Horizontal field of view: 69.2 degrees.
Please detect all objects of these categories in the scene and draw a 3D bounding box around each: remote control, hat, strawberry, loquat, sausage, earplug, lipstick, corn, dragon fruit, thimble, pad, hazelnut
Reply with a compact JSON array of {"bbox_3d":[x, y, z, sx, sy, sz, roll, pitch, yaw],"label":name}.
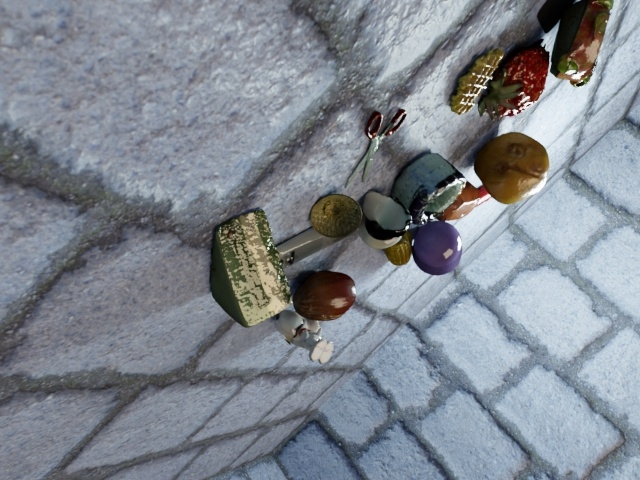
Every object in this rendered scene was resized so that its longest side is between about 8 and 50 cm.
[{"bbox_3d":[0.000,0.000,1.391,0.313,0.055,0.109,-29,152,-27],"label":"remote control"},{"bbox_3d":[0.042,-0.084,1.319,0.146,0.067,0.146,-1,125,-2],"label":"hat"},{"bbox_3d":[0.655,-0.504,1.454,0.306,0.137,0.233,-32,152,-19],"label":"strawberry"},{"bbox_3d":[0.736,-0.273,1.777,0.276,0.276,0.284,-46,145,7],"label":"loquat"},{"bbox_3d":[0.501,-0.155,1.780,0.268,0.141,0.153,-16,144,-44],"label":"sausage"},{"bbox_3d":[0.459,0.028,1.827,0.215,0.215,0.456,-45,167,6],"label":"earplug"},{"bbox_3d":[0.754,-0.214,2.146,0.280,0.073,0.073,-29,152,-25],"label":"lipstick"},{"bbox_3d":[0.302,0.024,1.812,0.119,0.119,0.322,-41,160,-3],"label":"corn"},{"bbox_3d":[0.784,-0.603,1.403,0.268,0.130,0.295,-61,156,-45],"label":"dragon fruit"},{"bbox_3d":[0.350,-0.169,1.527,0.237,0.150,0.237,-32,154,-18],"label":"thimble"},{"bbox_3d":[0.734,-0.741,1.339,0.181,0.004,0.267,-2,135,-55],"label":"pad"},{"bbox_3d":[0.011,0.196,1.582,0.181,0.181,0.212,-52,176,-39],"label":"hazelnut"}]

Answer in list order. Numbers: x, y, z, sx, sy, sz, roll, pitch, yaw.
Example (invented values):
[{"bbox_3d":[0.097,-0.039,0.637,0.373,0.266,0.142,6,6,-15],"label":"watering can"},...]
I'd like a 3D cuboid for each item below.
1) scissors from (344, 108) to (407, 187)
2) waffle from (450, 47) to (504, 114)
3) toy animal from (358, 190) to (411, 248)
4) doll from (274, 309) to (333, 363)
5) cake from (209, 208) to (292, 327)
[{"bbox_3d":[0.138,-0.243,1.252,0.144,0.017,0.247,-19,148,-40],"label":"scissors"},{"bbox_3d":[0.443,-0.448,1.334,0.161,0.046,0.192,-36,156,-12],"label":"waffle"},{"bbox_3d":[0.193,-0.060,1.488,0.138,0.166,0.179,-30,164,-23],"label":"toy animal"},{"bbox_3d":[-0.046,0.344,1.635,0.208,0.271,0.144,31,88,-51],"label":"doll"},{"bbox_3d":[-0.163,0.078,1.147,0.158,0.172,0.283,-29,150,-32],"label":"cake"}]
